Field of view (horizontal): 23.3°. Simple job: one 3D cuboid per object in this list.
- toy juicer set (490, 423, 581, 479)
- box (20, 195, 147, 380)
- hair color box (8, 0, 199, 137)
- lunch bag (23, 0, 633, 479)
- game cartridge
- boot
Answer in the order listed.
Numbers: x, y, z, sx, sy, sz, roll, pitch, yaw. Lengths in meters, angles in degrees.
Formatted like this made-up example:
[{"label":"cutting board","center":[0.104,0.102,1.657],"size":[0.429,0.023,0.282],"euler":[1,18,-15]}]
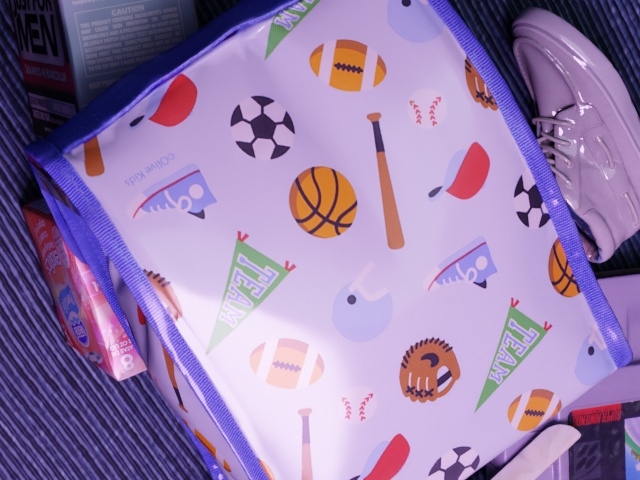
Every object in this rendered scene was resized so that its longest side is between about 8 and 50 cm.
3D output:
[{"label":"toy juicer set","center":[0.074,0.207,1.457],"size":[0.329,0.089,0.209],"euler":[28,90,-14]},{"label":"box","center":[-0.086,-0.010,1.348],"size":[0.300,0.154,0.142],"euler":[-22,107,-21]},{"label":"hair color box","center":[-0.193,-0.268,1.239],"size":[0.113,0.185,0.374],"euler":[-13,103,-21]},{"label":"lunch bag","center":[0.000,0.000,1.178],"size":[0.328,0.239,0.385],"euler":[-36,118,-14]},{"label":"game cartridge","center":[0.336,0.141,1.588],"size":[0.355,0.068,0.230],"euler":[-6,95,-19]},{"label":"boot","center":[0.242,-0.095,1.511],"size":[0.123,0.095,0.258],"euler":[-48,115,-18]}]
